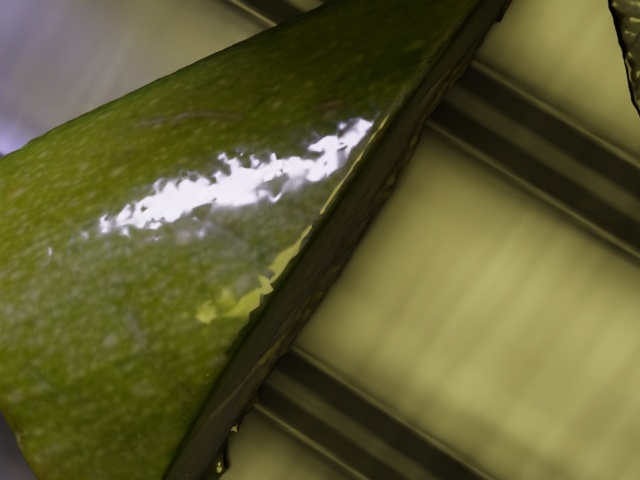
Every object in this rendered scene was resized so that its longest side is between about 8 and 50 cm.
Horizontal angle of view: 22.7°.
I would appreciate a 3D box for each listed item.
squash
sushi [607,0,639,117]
[{"bbox_3d":[0.000,0.000,0.576,0.252,0.093,0.169,-23,87,16],"label":"squash"},{"bbox_3d":[0.143,-0.078,0.540,0.090,0.078,0.150,-20,91,22],"label":"sushi"}]
